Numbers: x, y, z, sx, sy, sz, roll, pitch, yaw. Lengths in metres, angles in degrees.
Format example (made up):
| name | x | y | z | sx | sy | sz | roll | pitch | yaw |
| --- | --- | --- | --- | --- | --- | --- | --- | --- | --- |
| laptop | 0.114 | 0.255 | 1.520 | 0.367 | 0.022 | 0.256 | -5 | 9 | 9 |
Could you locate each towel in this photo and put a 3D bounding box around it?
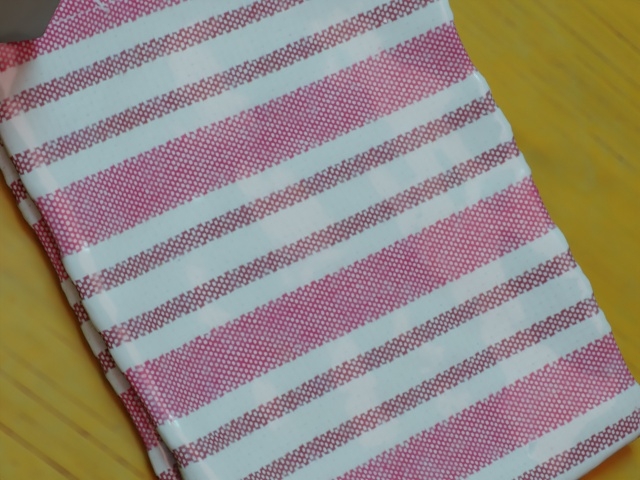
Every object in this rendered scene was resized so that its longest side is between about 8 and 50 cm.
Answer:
| name | x | y | z | sx | sy | sz | roll | pitch | yaw |
| --- | --- | --- | --- | --- | --- | --- | --- | --- | --- |
| towel | 0.000 | 0.000 | 0.539 | 0.144 | 0.029 | 0.197 | -27 | 92 | -23 |

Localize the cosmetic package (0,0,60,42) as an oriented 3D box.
| name | x | y | z | sx | sy | sz | roll | pitch | yaw |
| --- | --- | --- | --- | --- | --- | --- | --- | --- | --- |
| cosmetic package | -0.187 | -0.087 | 0.449 | 0.239 | 0.060 | 0.099 | -10 | 83 | -17 |
